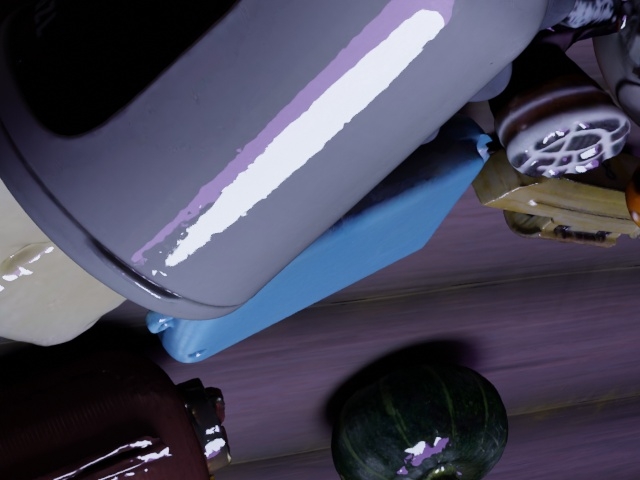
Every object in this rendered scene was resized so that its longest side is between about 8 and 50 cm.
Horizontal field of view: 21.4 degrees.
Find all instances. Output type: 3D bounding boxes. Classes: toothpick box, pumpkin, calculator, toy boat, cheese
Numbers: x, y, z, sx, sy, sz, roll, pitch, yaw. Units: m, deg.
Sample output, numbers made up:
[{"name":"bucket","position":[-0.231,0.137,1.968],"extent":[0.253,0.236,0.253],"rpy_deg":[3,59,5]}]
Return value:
[{"name":"toothpick box","position":[-0.007,-0.119,0.915],"extent":[0.316,0.229,0.229],"rpy_deg":[-40,148,20]},{"name":"pumpkin","position":[0.090,0.183,1.558],"extent":[0.167,0.125,0.167],"rpy_deg":[-10,164,-3]},{"name":"calculator","position":[0.000,0.000,1.207],"extent":[0.293,0.051,0.173],"rpy_deg":[-27,166,-27]},{"name":"toy boat","position":[0.198,-0.034,1.364],"extent":[0.226,0.068,0.088],"rpy_deg":[4,144,-44]},{"name":"cheese","position":[-0.202,-0.019,1.044],"extent":[0.263,0.093,0.159],"rpy_deg":[15,126,-49]}]

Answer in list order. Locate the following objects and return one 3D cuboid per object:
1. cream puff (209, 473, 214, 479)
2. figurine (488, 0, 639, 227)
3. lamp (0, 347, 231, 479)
[{"name":"cream puff","position":[-0.143,0.198,1.425],"extent":[0.122,0.094,0.116],"rpy_deg":[-27,-167,15]},{"name":"figurine","position":[0.242,-0.160,1.073],"extent":[0.323,0.196,0.320],"rpy_deg":[8,97,-31]},{"name":"lamp","position":[-0.186,0.178,1.277],"extent":[0.258,0.180,0.180],"rpy_deg":[-21,150,-9]}]
